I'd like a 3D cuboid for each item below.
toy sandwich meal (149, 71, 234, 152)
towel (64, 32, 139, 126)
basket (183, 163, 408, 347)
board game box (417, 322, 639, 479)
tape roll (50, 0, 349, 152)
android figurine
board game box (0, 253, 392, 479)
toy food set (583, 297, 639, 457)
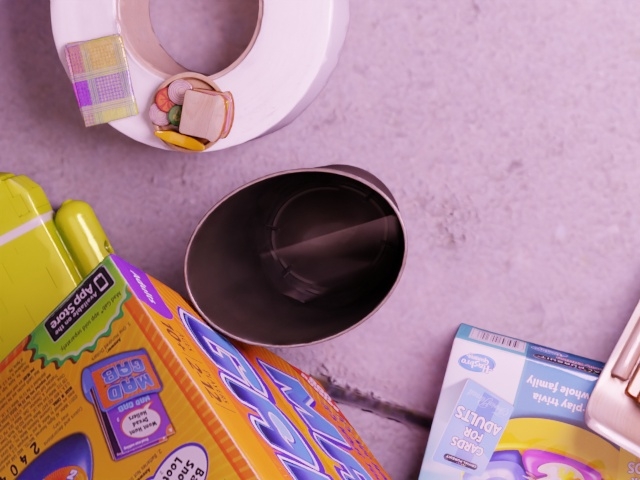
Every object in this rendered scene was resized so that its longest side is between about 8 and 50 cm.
[{"bbox_3d":[-0.124,-0.120,1.353,0.086,0.029,0.085,2,98,11],"label":"toy sandwich meal"},{"bbox_3d":[-0.211,-0.156,1.376,0.060,0.009,0.083,-12,96,12],"label":"towel"},{"bbox_3d":[0.000,0.000,1.347,0.204,0.227,0.154,-17,95,14],"label":"basket"},{"bbox_3d":[0.218,0.280,1.421,0.254,0.079,0.336,15,101,9],"label":"board game box"},{"bbox_3d":[-0.118,-0.230,1.403,0.286,0.100,0.286,2,99,11],"label":"tape roll"},{"bbox_3d":[-0.337,0.041,1.509,0.248,0.056,0.272,-28,92,14],"label":"android figurine"},{"bbox_3d":[-0.127,0.304,1.245,0.356,0.356,0.356,-44,51,6],"label":"board game box"},{"bbox_3d":[0.403,0.092,1.301,0.220,0.092,0.306,30,80,1],"label":"toy food set"}]
